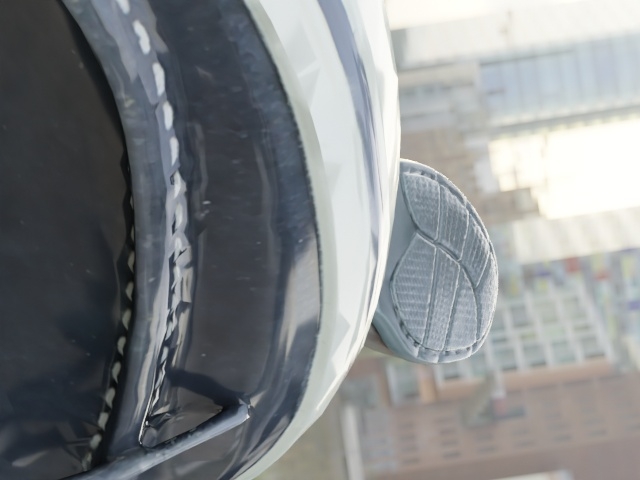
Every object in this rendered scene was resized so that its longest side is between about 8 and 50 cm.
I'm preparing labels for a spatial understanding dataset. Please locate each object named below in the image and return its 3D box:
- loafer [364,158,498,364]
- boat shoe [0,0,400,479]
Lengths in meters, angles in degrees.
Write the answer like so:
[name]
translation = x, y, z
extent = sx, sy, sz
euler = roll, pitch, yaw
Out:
[loafer]
translation = 0.000, 0.000, 0.929
extent = 0.267, 0.084, 0.096
euler = 23, 75, -58
[boat shoe]
translation = -0.124, 0.041, 0.528
extent = 0.187, 0.156, 0.500
euler = 46, -36, 6
